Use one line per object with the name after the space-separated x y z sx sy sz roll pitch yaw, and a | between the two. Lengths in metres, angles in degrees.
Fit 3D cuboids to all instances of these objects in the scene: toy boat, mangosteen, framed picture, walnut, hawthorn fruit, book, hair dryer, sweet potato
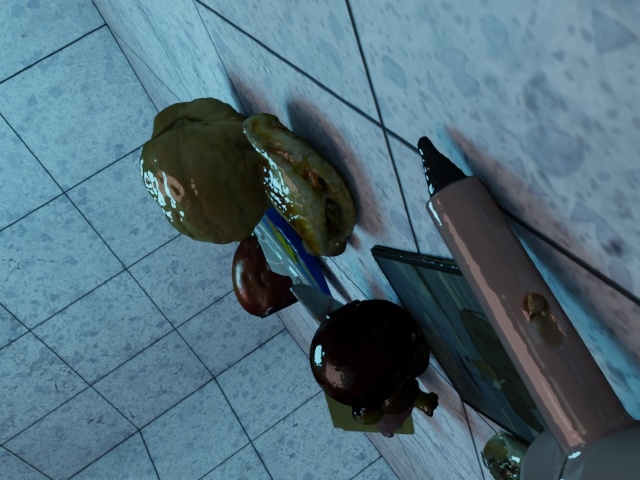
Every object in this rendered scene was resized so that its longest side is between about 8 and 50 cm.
0.052 0.171 1.048 0.282 0.096 0.206 49 -153 -4 | toy boat
0.069 0.175 0.894 0.172 0.172 0.184 180 78 -78 | mangosteen
0.177 0.125 0.692 0.265 0.016 0.347 57 170 -11 | framed picture
-0.181 -0.112 1.071 0.257 0.257 0.224 69 -164 -51 | walnut
-0.136 0.070 1.523 0.251 0.189 0.189 68 166 -20 | hawthorn fruit
-0.050 0.057 1.314 0.295 0.088 0.129 51 169 29 | toy boat
0.089 0.305 1.211 0.013 0.168 0.192 -68 -28 -51 | book
0.153 0.068 0.430 0.344 0.107 0.189 60 170 12 | hair dryer
-0.002 -0.003 1.011 0.065 0.051 0.218 55 170 -7 | sweet potato

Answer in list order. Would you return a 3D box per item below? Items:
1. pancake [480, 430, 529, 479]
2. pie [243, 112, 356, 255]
0.293 0.350 0.757 0.282 0.049 0.282 54 171 13 | pancake
-0.029 -0.075 0.824 0.179 0.084 0.205 49 171 33 | pie
